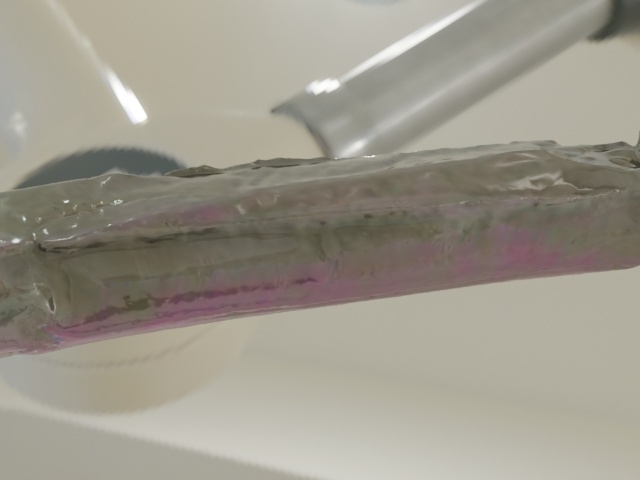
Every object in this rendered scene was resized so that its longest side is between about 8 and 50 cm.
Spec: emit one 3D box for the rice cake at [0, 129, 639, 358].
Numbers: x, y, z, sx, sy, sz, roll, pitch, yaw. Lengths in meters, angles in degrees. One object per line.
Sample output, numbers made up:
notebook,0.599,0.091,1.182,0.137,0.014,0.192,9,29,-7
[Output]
rice cake,0.000,-0.001,0.583,0.055,0.270,0.049,-135,-139,-63
